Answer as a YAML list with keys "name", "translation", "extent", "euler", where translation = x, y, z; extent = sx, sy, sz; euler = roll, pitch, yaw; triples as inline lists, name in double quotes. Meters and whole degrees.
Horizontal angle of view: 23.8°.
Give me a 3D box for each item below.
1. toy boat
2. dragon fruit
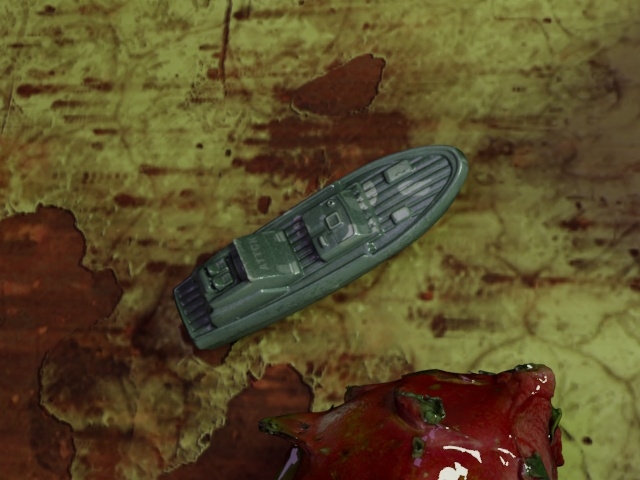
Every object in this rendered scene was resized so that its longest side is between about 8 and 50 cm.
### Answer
- name: "toy boat"
  translation: [0.000, 0.000, 1.182]
  extent: [0.260, 0.085, 0.078]
  euler: [-30, 64, 11]
- name: "dragon fruit"
  translation: [0.046, 0.176, 1.075]
  extent: [0.269, 0.198, 0.200]
  euler: [-14, 29, 45]
